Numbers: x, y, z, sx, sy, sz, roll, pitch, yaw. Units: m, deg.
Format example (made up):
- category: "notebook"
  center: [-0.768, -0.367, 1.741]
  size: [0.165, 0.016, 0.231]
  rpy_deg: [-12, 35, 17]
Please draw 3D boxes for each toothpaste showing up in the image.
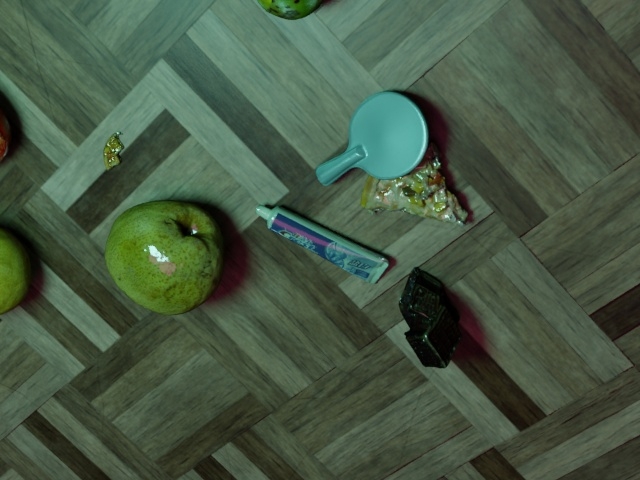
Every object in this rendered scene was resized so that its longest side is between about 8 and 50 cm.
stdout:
- category: "toothpaste"
  center: [-0.001, 0.001, 1.654]
  size: [0.268, 0.047, 0.069]
  rpy_deg: [27, 107, -3]

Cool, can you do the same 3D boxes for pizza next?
- category: "pizza"
  center: [0.177, -0.081, 1.561]
  size: [0.195, 0.052, 0.185]
  rpy_deg: [34, 121, -1]
- category: "pizza"
  center: [-0.396, -0.170, 1.687]
  size: [0.037, 0.016, 0.083]
  rpy_deg: [21, 118, -3]

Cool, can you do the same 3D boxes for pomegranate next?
- category: "pomegranate"
  center: [-0.049, -0.426, 1.417]
  size: [0.169, 0.122, 0.143]
  rpy_deg: [20, 92, 43]

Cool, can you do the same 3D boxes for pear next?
- category: "pear"
  center: [-0.284, 0.023, 1.654]
  size: [0.228, 0.188, 0.211]
  rpy_deg: [44, 121, -6]
- category: "pear"
  center: [-0.682, 0.062, 1.775]
  size: [0.208, 0.209, 0.209]
  rpy_deg: [6, 117, 12]

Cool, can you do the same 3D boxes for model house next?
- category: "model house"
  center: [0.191, 0.153, 1.619]
  size: [0.106, 0.152, 0.165]
  rpy_deg: [-31, 106, 19]

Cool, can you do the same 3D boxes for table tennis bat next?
- category: "table tennis bat"
  center: [0.086, -0.162, 1.538]
  size: [0.237, 0.038, 0.149]
  rpy_deg: [-31, 82, 32]

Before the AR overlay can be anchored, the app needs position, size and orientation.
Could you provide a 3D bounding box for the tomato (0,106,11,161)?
- category: "tomato"
  center: [-0.693, -0.239, 1.679]
  size: [0.227, 0.101, 0.228]
  rpy_deg: [5, 137, 5]
